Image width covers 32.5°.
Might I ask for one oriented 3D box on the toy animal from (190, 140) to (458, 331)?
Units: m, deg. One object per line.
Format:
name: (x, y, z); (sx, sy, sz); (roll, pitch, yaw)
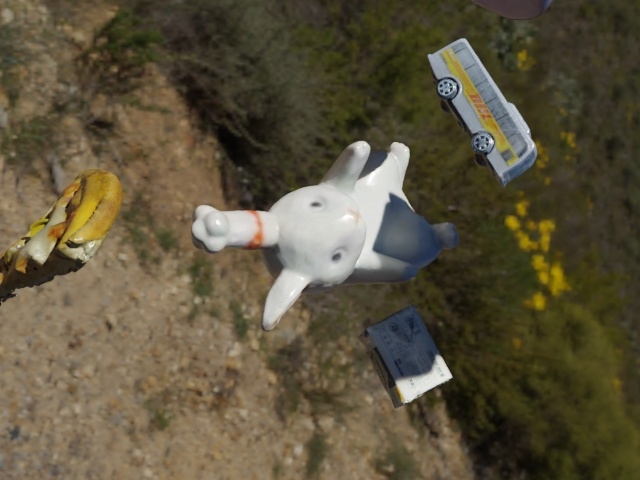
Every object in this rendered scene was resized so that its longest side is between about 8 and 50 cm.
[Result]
toy animal: (0.014, -0.007, 1.047); (0.282, 0.138, 0.140); (-13, 77, -59)

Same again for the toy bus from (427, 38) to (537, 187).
toy bus: (0.203, -0.162, 1.389); (0.190, 0.075, 0.064); (59, 3, 18)

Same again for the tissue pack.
tissue pack: (0.082, 0.114, 1.077); (0.062, 0.042, 0.083); (-26, 81, -23)

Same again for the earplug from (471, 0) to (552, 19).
earplug: (0.251, -0.425, 0.955); (0.456, 0.215, 0.215); (-49, 145, -4)

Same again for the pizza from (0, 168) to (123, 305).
pizza: (-0.241, -0.001, 0.953); (0.036, 0.176, 0.184); (52, 18, -21)
